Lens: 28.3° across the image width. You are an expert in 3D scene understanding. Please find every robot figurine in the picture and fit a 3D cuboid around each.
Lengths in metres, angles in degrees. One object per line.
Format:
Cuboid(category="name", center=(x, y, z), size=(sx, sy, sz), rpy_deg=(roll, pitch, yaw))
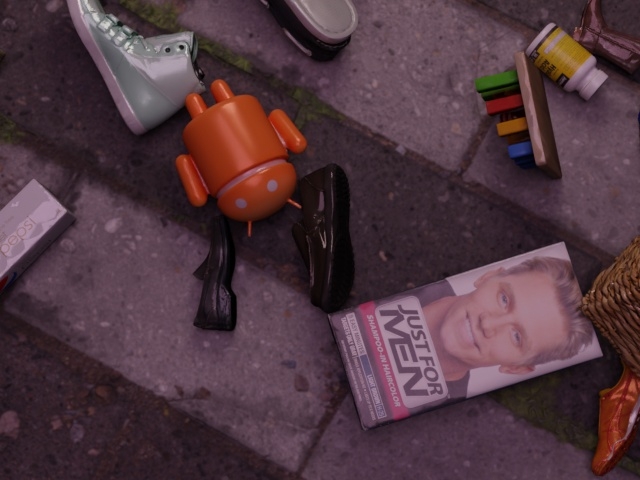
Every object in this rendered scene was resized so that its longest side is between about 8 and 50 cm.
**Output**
Cuboid(category="robot figurine", center=(-0.114, -0.122, 1.823), size=(0.158, 0.128, 0.219), rpy_deg=(-21, 79, -40))

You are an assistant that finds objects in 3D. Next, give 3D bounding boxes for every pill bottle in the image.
Cuboid(category="pill bottle", center=(0.362, -0.259, 1.858), size=(0.116, 0.065, 0.065), rpy_deg=(41, 85, 7))

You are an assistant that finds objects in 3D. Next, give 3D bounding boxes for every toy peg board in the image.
Cuboid(category="toy peg board", center=(0.281, -0.168, 1.810), size=(0.079, 0.161, 0.160), rpy_deg=(-12, 82, 18))

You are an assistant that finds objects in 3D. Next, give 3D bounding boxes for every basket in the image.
Cuboid(category="basket", center=(0.545, 0.104, 1.689), size=(0.213, 0.223, 0.299), rpy_deg=(-41, 90, -31))

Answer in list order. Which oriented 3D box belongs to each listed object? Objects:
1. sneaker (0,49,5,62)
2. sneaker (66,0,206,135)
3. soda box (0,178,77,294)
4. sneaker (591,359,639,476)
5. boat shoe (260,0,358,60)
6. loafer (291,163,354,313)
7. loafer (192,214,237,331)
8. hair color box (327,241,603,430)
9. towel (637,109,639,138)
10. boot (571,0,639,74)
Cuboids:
Cuboid(category="sneaker", center=(-0.511, -0.262, 1.887), size=(0.086, 0.064, 0.192), rpy_deg=(-13, 78, 5))
Cuboid(category="sneaker", center=(-0.266, -0.299, 1.869), size=(0.151, 0.094, 0.256), rpy_deg=(-28, 92, 4))
Cuboid(category="soda box", center=(-0.460, 0.015, 1.845), size=(0.074, 0.069, 0.216), rpy_deg=(44, 86, 7))
Cuboid(category="sneaker", center=(0.417, 0.250, 1.795), size=(0.067, 0.064, 0.175), rpy_deg=(21, 77, 25))
Cuboid(category="boat shoe", center=(-0.062, -0.397, 1.878), size=(0.114, 0.091, 0.302), rpy_deg=(-25, 78, -27))
Cuboid(category="loafer", center=(0.000, 0.000, 1.836), size=(0.078, 0.080, 0.220), rpy_deg=(-7, 71, 24))
Cuboid(category="loafer", center=(-0.156, 0.047, 1.836), size=(0.061, 0.062, 0.170), rpy_deg=(-2, 80, 7))
Cuboid(category="hair color box", center=(0.199, 0.136, 1.788), size=(0.347, 0.105, 0.174), rpy_deg=(-18, 82, -1))
Cuboid(category="towel", center=(0.620, -0.113, 1.823), size=(0.308, 0.076, 0.227), rpy_deg=(-2, 81, 2))
Cuboid(category="boot", center=(0.439, -0.312, 1.877), size=(0.114, 0.037, 0.106), rpy_deg=(24, 96, 8))
